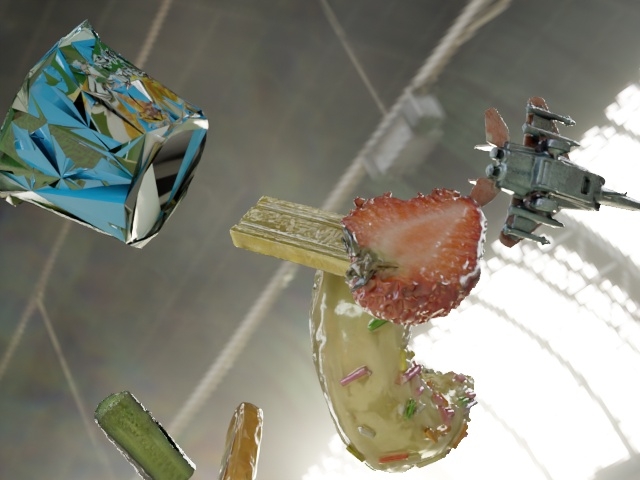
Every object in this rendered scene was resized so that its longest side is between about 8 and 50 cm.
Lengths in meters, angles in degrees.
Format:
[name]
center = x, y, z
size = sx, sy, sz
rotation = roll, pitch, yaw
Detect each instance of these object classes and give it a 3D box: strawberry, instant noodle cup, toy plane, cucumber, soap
[strawberry]
center = 0.106, 0.032, 1.710
size = 0.236, 0.175, 0.106
rotation = -2, -44, -36
[instant noodle cup]
center = -0.253, -0.111, 1.719
size = 0.240, 0.178, 0.240
rotation = -59, -10, -18
[toy plane]
center = 0.361, -0.081, 2.099
size = 0.326, 0.222, 0.104
rotation = 14, -5, -19
[cucumber]
center = -0.288, 0.321, 2.310
size = 0.078, 0.062, 0.211
rotation = -49, -55, -20
[soap]
center = 0.000, -0.001, 2.064
size = 0.092, 0.252, 0.037
rotation = -50, -38, -38

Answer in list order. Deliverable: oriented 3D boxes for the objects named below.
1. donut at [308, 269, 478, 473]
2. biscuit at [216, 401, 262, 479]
[donut]
center = 0.109, 0.176, 2.163
size = 0.150, 0.371, 0.307
rotation = -12, 21, 29
[biscuit]
center = -0.117, 0.323, 1.719
size = 0.040, 0.309, 0.204
rotation = 19, -30, -4
